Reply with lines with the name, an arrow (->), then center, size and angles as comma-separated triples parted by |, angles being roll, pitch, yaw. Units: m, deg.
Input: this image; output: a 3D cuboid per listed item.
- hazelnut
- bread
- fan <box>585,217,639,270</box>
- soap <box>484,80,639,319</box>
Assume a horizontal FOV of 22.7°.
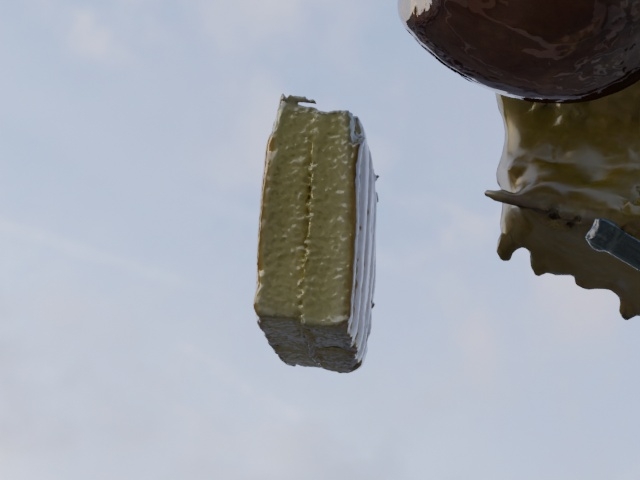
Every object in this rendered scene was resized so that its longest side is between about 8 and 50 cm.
hazelnut -> 0.106, -0.135, 0.696 | 0.143, 0.143, 0.154 | 9, -66, -4
bread -> 0.000, 0.000, 1.680 | 0.111, 0.246, 0.239 | 3, -17, 7
fan -> 0.216, 0.040, 0.824 | 0.193, 0.016, 0.038 | 30, 0, -14
soap -> 0.277, 0.009, 0.985 | 0.338, 0.169, 0.304 | 13, -22, 25
